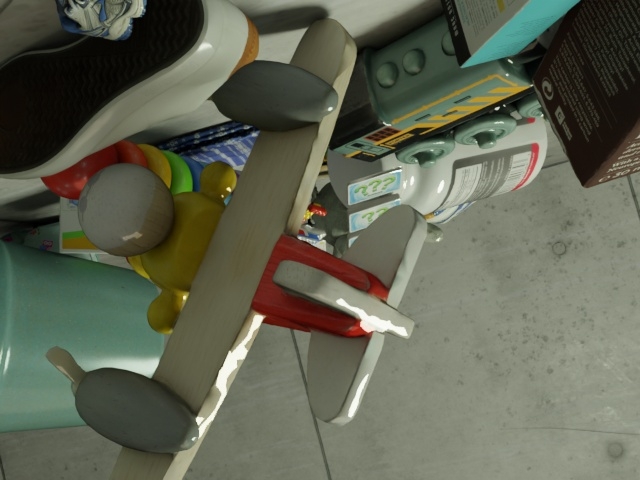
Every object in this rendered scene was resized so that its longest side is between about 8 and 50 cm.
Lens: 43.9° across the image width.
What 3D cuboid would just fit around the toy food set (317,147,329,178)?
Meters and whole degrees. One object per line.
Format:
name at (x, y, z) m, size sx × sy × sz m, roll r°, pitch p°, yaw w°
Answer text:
toy food set at (0.011, -0.148, 1.313) m, size 0.132 × 0.038 × 0.192 m, roll -8°, pitch -160°, yaw 10°

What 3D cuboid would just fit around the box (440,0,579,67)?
box at (0.159, -0.221, 0.594) m, size 0.060 × 0.100 × 0.244 m, roll -14°, pitch 176°, yaw -11°

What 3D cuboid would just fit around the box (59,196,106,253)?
box at (-0.283, -0.031, 1.222) m, size 0.203 × 0.103 × 0.114 m, roll 1°, pitch 180°, yaw 15°

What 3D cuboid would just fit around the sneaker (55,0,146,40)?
sneaker at (-0.153, -0.170, 0.540) m, size 0.058 × 0.052 × 0.135 m, roll -7°, pitch 172°, yaw -23°

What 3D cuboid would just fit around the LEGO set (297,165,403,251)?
LEGO set at (0.000, 0.000, 1.069) m, size 0.244 × 0.060 × 0.182 m, roll -17°, pitch 151°, yaw -8°

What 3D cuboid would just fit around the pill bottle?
pill bottle at (0.175, -0.134, 1.199) m, size 0.318 × 0.176 × 0.176 m, roll -15°, pitch 176°, yaw -33°

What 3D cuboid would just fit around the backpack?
backpack at (-0.499, 0.050, 1.440) m, size 0.188 × 0.166 × 0.144 m, roll -16°, pitch 175°, yaw -19°

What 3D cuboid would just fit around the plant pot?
plant pot at (-0.446, 0.152, 1.235) m, size 0.334 × 0.341 × 0.341 m, roll 9°, pitch 162°, yaw -36°

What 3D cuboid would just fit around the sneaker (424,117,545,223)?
sneaker at (0.279, -0.146, 1.417) m, size 0.296 × 0.112 × 0.131 m, roll -40°, pitch 156°, yaw 14°

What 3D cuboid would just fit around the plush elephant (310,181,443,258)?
plush elephant at (0.117, -0.050, 1.559) m, size 0.330 × 0.272 × 0.255 m, roll 20°, pitch 180°, yaw -40°

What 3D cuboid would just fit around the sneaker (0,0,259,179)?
sneaker at (-0.178, -0.122, 0.692) m, size 0.290 × 0.106 × 0.123 m, roll -18°, pitch 172°, yaw 26°

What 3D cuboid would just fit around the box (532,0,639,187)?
box at (0.326, -0.197, 0.620) m, size 0.191 × 0.143 × 0.381 m, roll -16°, pitch 159°, yaw -7°

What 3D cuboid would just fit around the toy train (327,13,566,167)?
toy train at (0.149, -0.182, 0.915) m, size 0.334 × 0.142 × 0.190 m, roll -19°, pitch 165°, yaw 40°

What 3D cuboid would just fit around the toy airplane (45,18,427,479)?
toy airplane at (-0.093, 0.017, 0.742) m, size 0.272 × 0.386 × 0.384 m, roll 27°, pitch 127°, yaw -27°

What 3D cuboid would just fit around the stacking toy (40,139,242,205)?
stacking toy at (-0.215, -0.065, 0.996) m, size 0.141 × 0.141 × 0.330 m, roll -17°, pitch 158°, yaw 29°

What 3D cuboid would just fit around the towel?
towel at (-0.106, -0.138, 1.191) m, size 0.336 × 0.040 × 0.243 m, roll -15°, pitch 176°, yaw 5°
